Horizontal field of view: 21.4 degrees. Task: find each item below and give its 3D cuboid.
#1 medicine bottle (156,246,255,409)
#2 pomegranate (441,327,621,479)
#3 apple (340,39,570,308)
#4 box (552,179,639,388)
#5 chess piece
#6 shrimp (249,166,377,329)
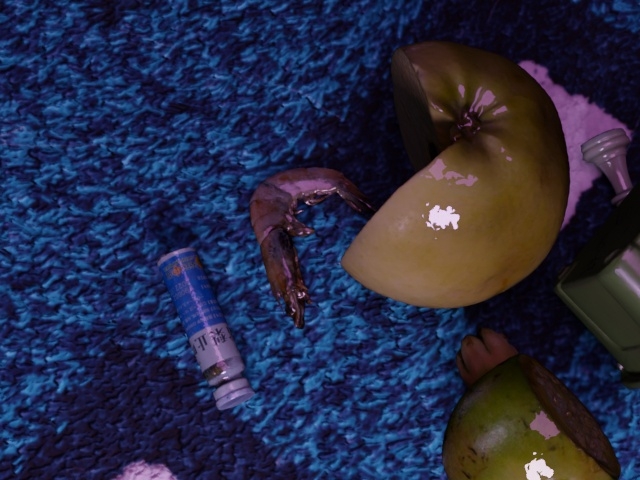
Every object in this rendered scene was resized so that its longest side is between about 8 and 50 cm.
[{"bbox_3d":[-0.132,0.100,1.958,0.051,0.051,0.191,-22,74,-6],"label":"medicine bottle"},{"bbox_3d":[0.203,0.213,1.861,0.159,0.190,0.241,-38,77,15],"label":"pomegranate"},{"bbox_3d":[0.165,-0.069,1.898,0.233,0.258,0.295,15,66,-5],"label":"apple"},{"bbox_3d":[0.421,-0.007,1.873,0.178,0.253,0.328,43,76,-1],"label":"box"},{"bbox_3d":[0.359,-0.055,2.005,0.059,0.059,0.149,-20,81,-6],"label":"chess piece"},{"bbox_3d":[0.000,0.001,1.998,0.148,0.035,0.195,-13,73,-6],"label":"shrimp"}]
